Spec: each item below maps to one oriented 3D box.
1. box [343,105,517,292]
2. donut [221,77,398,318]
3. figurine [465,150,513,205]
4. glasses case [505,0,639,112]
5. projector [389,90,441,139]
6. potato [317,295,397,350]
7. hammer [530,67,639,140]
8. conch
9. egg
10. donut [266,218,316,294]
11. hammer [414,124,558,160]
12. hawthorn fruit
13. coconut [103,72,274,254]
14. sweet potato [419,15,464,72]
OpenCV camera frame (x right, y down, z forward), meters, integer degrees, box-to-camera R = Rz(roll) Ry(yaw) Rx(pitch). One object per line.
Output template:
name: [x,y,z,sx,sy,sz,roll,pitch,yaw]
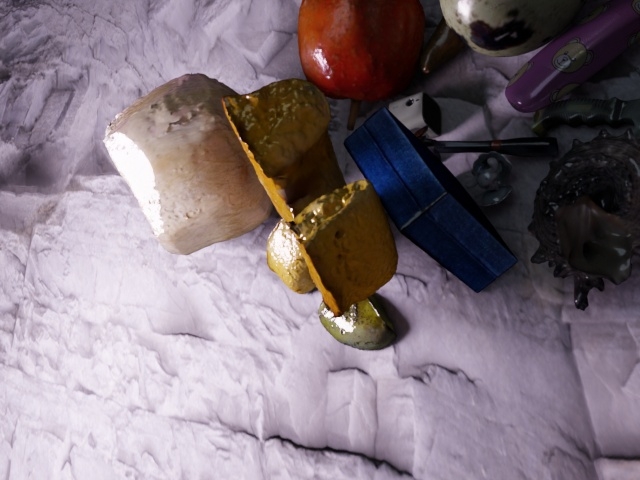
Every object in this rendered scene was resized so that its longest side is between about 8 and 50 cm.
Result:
box: [0.200,-0.072,1.569,0.116,0.279,0.261,-41,47,11]
donut: [-0.002,-0.078,1.566,0.164,0.377,0.435,-28,70,-4]
figurine: [0.314,-0.118,1.631,0.094,0.086,0.082,-12,23,38]
glasses case: [0.484,-0.351,1.615,0.316,0.076,0.123,-37,27,9]
projector: [0.198,-0.253,1.813,0.082,0.083,0.083,-15,58,33]
potato: [0.065,0.150,1.718,0.119,0.054,0.198,-51,45,1]
hammer: [0.497,-0.230,1.579,0.227,0.041,0.158,2,67,41]
conch: [0.465,-0.044,1.427,0.241,0.186,0.313,20,65,29]
egg: [0.387,-0.530,1.675,0.288,0.287,0.379,18,63,44]
donut: [0.000,0.000,1.797,0.295,0.151,0.112,-39,57,15]
hammer: [0.310,-0.182,1.666,0.290,0.137,0.037,3,76,31]
hawthorn fruit: [0.085,-0.403,1.881,0.287,0.287,0.330,12,98,43]
coconut: [-0.250,-0.181,1.946,0.405,0.405,0.404,-20,55,31]
sweet potato: [0.296,-0.478,1.853,0.097,0.097,0.291,10,72,43]
